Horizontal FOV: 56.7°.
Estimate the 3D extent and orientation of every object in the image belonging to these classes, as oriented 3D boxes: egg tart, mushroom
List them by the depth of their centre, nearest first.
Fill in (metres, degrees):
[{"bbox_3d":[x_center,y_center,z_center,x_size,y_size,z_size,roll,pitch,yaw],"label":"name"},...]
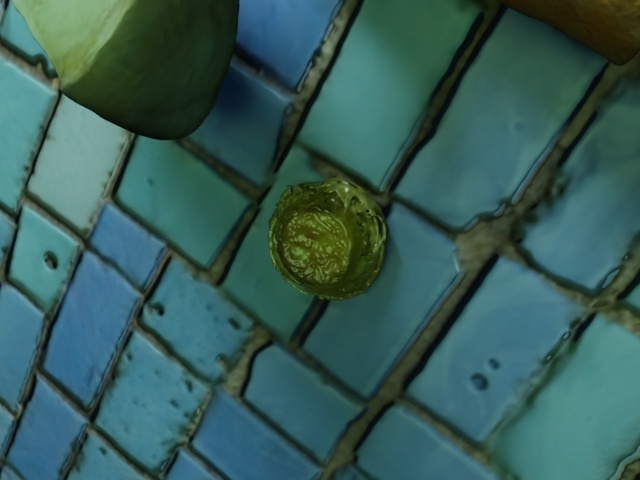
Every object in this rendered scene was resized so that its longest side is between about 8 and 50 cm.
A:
[{"bbox_3d":[-0.150,-0.240,0.495,0.292,0.217,0.212,45,105,20],"label":"mushroom"},{"bbox_3d":[0.000,0.000,0.570,0.130,0.052,0.130,6,106,24],"label":"egg tart"}]

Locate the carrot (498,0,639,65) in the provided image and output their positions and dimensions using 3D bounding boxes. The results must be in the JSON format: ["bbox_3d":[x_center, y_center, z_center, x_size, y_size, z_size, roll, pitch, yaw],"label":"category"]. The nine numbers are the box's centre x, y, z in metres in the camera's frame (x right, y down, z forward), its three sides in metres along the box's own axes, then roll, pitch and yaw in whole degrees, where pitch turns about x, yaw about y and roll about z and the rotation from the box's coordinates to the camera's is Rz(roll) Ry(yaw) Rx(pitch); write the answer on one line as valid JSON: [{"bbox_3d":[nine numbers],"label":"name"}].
[{"bbox_3d":[0.149,-0.238,0.396,0.225,0.159,0.159,33,111,12],"label":"carrot"}]
